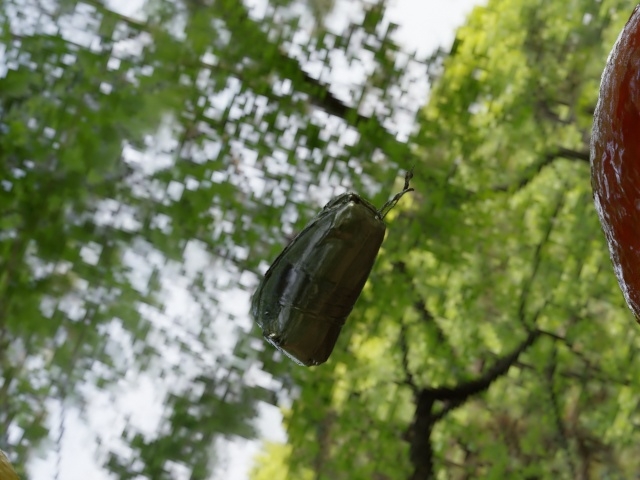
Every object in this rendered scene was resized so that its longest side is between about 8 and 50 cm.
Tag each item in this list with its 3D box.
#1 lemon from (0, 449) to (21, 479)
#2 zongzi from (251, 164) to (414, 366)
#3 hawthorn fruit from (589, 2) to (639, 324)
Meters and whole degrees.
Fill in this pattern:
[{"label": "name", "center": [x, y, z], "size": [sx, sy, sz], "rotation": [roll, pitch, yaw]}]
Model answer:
[{"label": "lemon", "center": [-0.277, 0.203, 0.870], "size": [0.244, 0.187, 0.187], "rotation": [-105, 20, -54]}, {"label": "zongzi", "center": [0.000, 0.000, 0.931], "size": [0.154, 0.062, 0.130], "rotation": [-63, 17, 6]}, {"label": "hawthorn fruit", "center": [0.138, -0.023, 0.366], "size": [0.138, 0.133, 0.133], "rotation": [43, -114, -54]}]
